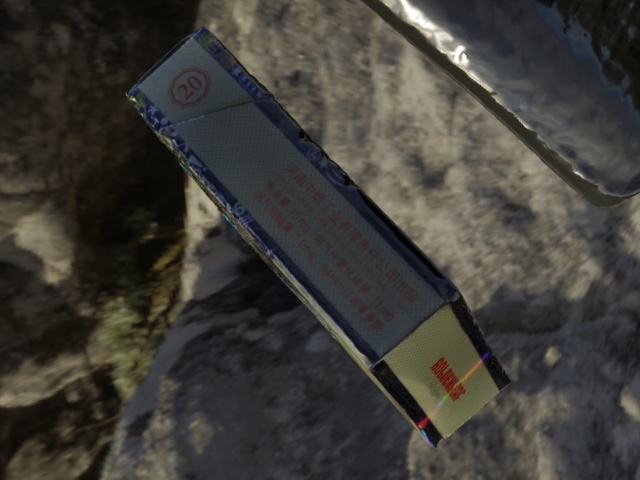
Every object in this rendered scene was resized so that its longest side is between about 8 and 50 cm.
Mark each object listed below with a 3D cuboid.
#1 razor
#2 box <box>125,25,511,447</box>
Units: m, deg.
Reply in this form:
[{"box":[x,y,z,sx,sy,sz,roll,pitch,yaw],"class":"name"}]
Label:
[{"box":[0.120,-0.179,1.017,0.327,0.107,0.189,41,59,-17],"class":"razor"},{"box":[0.000,0.000,1.172,0.084,0.198,0.310,-41,61,-3],"class":"box"}]
